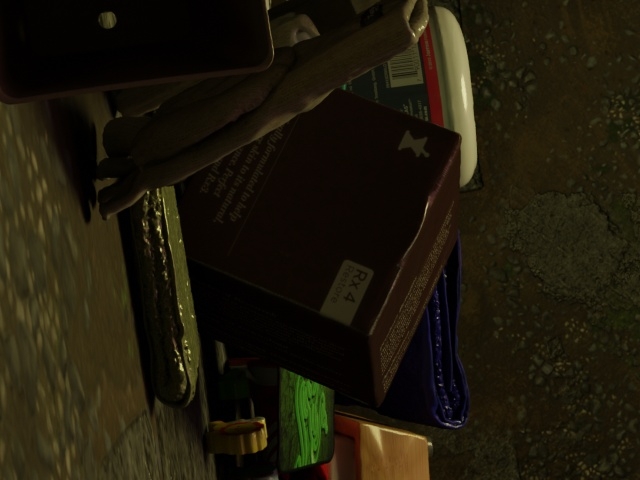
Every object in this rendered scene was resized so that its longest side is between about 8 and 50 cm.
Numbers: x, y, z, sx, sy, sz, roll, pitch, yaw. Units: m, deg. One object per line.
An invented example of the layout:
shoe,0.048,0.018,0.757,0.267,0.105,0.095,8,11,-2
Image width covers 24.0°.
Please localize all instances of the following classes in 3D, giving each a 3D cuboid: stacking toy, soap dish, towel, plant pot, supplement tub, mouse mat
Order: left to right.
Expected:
plant pot,-0.088,-0.116,0.617,0.096,0.109,0.109,-161,-118,-76
towel,-0.099,0.022,0.943,0.110,0.027,0.148,-98,179,-77
stacking toy,-0.057,0.214,1.289,0.221,0.052,0.167,-96,179,-81
mouse mat,-0.010,0.105,1.318,0.152,0.007,0.189,10,81,-71
supplement tub,0.015,-0.132,1.547,0.191,0.272,0.191,-7,90,-89
towel,0.020,0.075,1.609,0.308,0.076,0.227,7,-74,46
soap dish,0.028,0.288,1.565,0.291,0.118,0.229,175,-89,-75

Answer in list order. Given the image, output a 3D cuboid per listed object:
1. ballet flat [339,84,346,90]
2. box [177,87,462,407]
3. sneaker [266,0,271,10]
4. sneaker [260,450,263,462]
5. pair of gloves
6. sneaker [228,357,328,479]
ballet flat,-0.043,-0.036,1.399,0.409,0.147,0.147,92,-6,-46
box,0.000,0.000,1.143,0.203,0.167,0.168,80,35,-68
sneaker,-0.086,-0.267,1.092,0.146,0.122,0.330,180,-97,-89
sneaker,-0.043,0.262,1.741,0.097,0.084,0.234,38,39,-58
pair of gloves,-0.029,-0.095,0.854,0.042,0.204,0.240,62,11,-17
sneaker,-0.042,0.174,1.444,0.221,0.087,0.128,121,-35,-85
